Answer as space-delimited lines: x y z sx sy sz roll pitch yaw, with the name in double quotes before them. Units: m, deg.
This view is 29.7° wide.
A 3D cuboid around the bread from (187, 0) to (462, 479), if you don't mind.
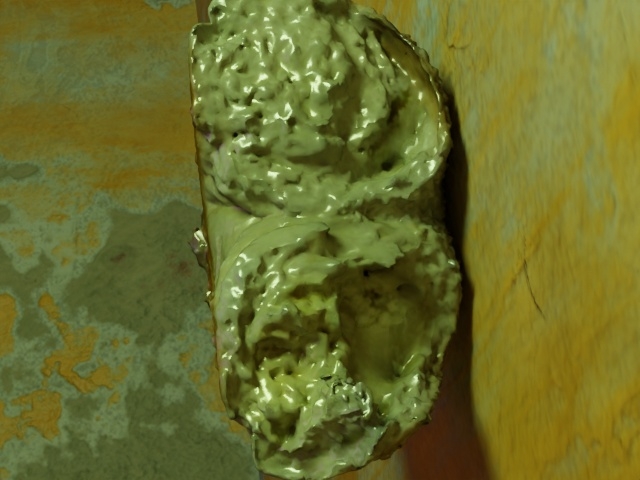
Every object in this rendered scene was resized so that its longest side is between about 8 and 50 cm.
"bread" 0.000 0.005 0.793 0.192 0.171 0.314 106 157 -70
